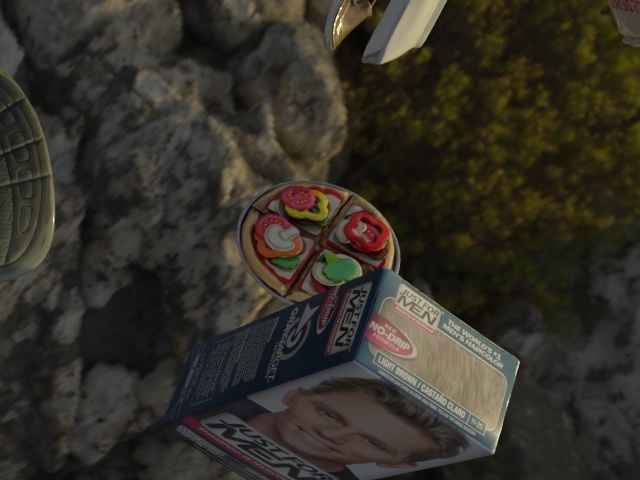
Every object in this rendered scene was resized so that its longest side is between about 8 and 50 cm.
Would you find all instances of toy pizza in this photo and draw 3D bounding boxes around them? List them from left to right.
[{"bbox_3d":[0.000,0.000,1.605,0.201,0.032,0.201,8,50,-10],"label":"toy pizza"}]

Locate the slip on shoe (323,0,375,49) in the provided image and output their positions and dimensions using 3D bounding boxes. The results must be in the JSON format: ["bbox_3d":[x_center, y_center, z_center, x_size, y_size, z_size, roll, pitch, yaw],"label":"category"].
[{"bbox_3d":[0.044,-0.290,1.679,0.041,0.051,0.135,18,56,15],"label":"slip on shoe"}]

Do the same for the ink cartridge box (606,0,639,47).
[{"bbox_3d":[0.321,-0.393,1.321,0.160,0.279,0.384,-26,102,4],"label":"ink cartridge box"}]

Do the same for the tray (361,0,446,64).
[{"bbox_3d":[0.110,-0.249,1.024,0.030,0.145,0.270,27,96,-7],"label":"tray"}]

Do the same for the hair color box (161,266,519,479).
[{"bbox_3d":[0.008,0.152,1.323,0.174,0.347,0.105,34,57,-22],"label":"hair color box"}]

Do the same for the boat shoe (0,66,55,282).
[{"bbox_3d":[-0.320,-0.109,1.114,0.118,0.103,0.320,-28,88,-30],"label":"boat shoe"}]
